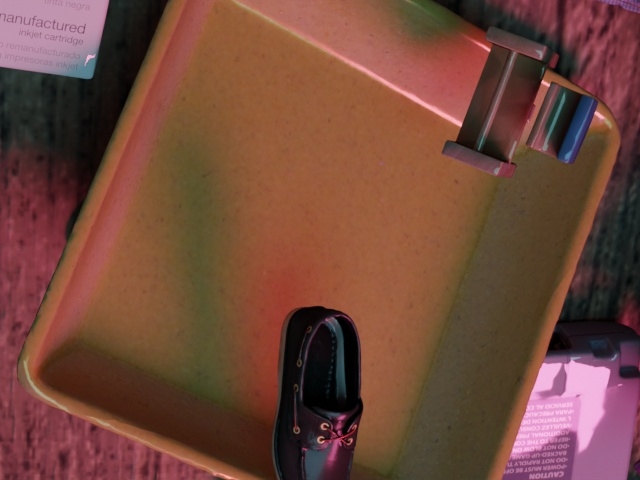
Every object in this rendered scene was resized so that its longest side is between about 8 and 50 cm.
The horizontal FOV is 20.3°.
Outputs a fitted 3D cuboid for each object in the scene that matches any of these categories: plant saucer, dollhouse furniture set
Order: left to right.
[{"bbox_3d":[0.000,0.000,1.139,0.332,0.081,0.333,27,77,-24],"label":"plant saucer"},{"bbox_3d":[0.177,-0.114,1.108,0.129,0.129,0.184,23,96,13],"label":"dollhouse furniture set"}]

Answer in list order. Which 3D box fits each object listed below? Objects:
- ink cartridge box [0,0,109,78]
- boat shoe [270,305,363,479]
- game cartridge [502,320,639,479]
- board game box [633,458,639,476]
[{"bbox_3d":[-0.190,-0.217,1.034,0.158,0.092,0.218,7,114,-17],"label":"ink cartridge box"},{"bbox_3d":[0.000,0.106,1.069,0.049,0.042,0.133,0,90,-31],"label":"boat shoe"},{"bbox_3d":[0.086,0.160,1.324,0.294,0.060,0.196,-3,114,-12],"label":"game cartridge"},{"bbox_3d":[0.382,0.049,1.205,0.347,0.056,0.208,-42,165,32],"label":"board game box"}]
